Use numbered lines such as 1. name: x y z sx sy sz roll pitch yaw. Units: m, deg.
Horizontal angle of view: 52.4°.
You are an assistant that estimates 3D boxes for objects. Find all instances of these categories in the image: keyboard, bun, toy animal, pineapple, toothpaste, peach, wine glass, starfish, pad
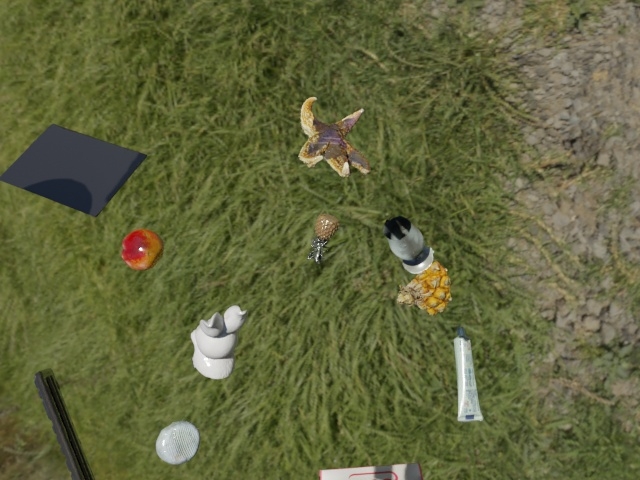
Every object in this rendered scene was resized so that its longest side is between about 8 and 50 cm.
1. keyboard: -0.226 0.316 0.701 0.381 0.041 0.103 62 163 1
2. bun: -0.259 0.367 1.182 0.045 0.083 0.083 -12 96 51
3. toy animal: -0.227 0.197 1.450 0.131 0.103 0.221 -108 27 -43
4. pineapple: 0.000 0.000 1.495 0.058 0.058 0.124 37 115 32
5. toothpaste: 0.419 0.383 1.871 0.047 0.069 0.268 -21 67 48
6. peach: -0.402 0.020 1.473 0.100 0.100 0.101 19 118 41
7. wine glass: 0.255 0.010 1.871 0.103 0.222 0.103 -11 60 20
8. starfish: 0.027 -0.222 1.422 0.238 0.216 0.071 53 138 20
9. pad: -0.576 -0.169 1.512 0.299 0.202 0.005 19 148 20
10. pineapple: 0.195 0.096 1.278 0.077 0.114 0.114 -137 40 -57

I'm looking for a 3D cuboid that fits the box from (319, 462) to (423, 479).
1. box: 0.156 0.834 1.787 0.312 0.300 0.314 -5 114 2
